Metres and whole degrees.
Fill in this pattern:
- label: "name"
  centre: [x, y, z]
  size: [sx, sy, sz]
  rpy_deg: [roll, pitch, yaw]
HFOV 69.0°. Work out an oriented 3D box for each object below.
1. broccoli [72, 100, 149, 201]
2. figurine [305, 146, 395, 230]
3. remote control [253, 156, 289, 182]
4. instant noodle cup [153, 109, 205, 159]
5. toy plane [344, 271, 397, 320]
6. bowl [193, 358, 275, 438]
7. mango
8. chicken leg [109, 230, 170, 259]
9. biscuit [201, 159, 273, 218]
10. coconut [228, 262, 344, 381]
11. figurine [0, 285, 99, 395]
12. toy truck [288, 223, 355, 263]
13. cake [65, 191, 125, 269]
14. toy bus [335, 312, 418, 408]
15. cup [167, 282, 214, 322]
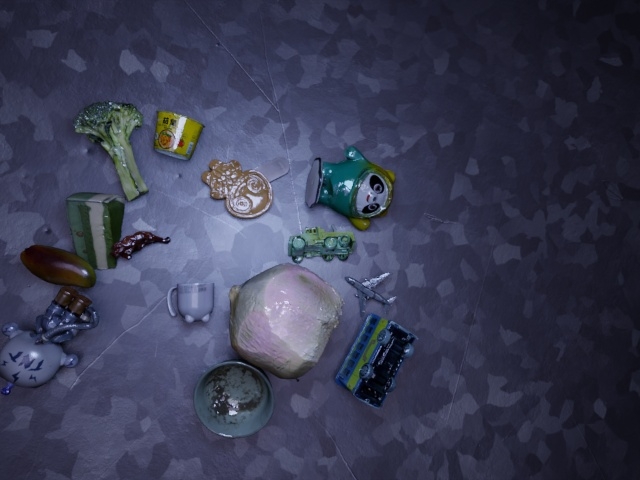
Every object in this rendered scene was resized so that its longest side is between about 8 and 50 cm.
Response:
- label: "broccoli"
  centre: [-0.733, -0.336, 1.723]
  size: [0.221, 0.252, 0.361]
  rpy_deg: [-21, 122, -8]
- label: "figurine"
  centre: [0.127, -0.202, 1.834]
  size: [0.340, 0.231, 0.324]
  rpy_deg: [9, 108, -17]
- label: "remote control"
  centre: [-0.236, -0.259, 1.863]
  size: [0.245, 0.022, 0.077]
  rpy_deg: [-28, 92, -11]
- label: "instant noodle cup"
  centre: [-0.542, -0.390, 1.752]
  size: [0.182, 0.182, 0.144]
  rpy_deg: [15, 90, -8]
- label: "toy plane"
  centre: [0.197, 0.207, 1.875]
  size: [0.226, 0.058, 0.226]
  rpy_deg: [30, 96, -6]
- label: "bowl"
  centre: [-0.301, 0.548, 1.690]
  size: [0.289, 0.146, 0.289]
  rpy_deg: [0, 100, 0]
- label: "mango"
  centre: [-0.923, 0.097, 1.653]
  size: [0.267, 0.111, 0.133]
  rpy_deg: [21, 106, -5]
- label: "chicken leg"
  centre: [-0.668, 0.010, 1.718]
  size: [0.219, 0.048, 0.090]
  rpy_deg: [-27, 128, -28]
- label: "biscuit"
  centre: [-0.321, -0.207, 1.814]
  size: [0.288, 0.044, 0.202]
  rpy_deg: [37, 81, -7]
- label: "coconut"
  centre: [-0.155, 0.264, 1.643]
  size: [0.404, 0.404, 0.405]
  rpy_deg: [1, 84, -10]
- label: "figurine"
  centre: [-0.948, 0.339, 1.596]
  size: [0.261, 0.186, 0.382]
  rpy_deg: [34, 84, 0]
- label: "toy truck"
  centre: [-0.003, 0.003, 1.843]
  size: [0.259, 0.128, 0.135]
  rpy_deg: [-7, 60, -9]
- label: "cake"
  centre: [-0.813, -0.049, 1.725]
  size: [0.158, 0.172, 0.284]
  rpy_deg: [4, 117, -5]
- label: "toy bus"
  centre: [0.212, 0.455, 1.781]
  size: [0.152, 0.190, 0.312]
  rpy_deg: [34, 79, -22]
- label: "cup"
  centre: [-0.480, 0.228, 1.713]
  size: [0.173, 0.134, 0.142]
  rpy_deg: [0, 86, -11]
